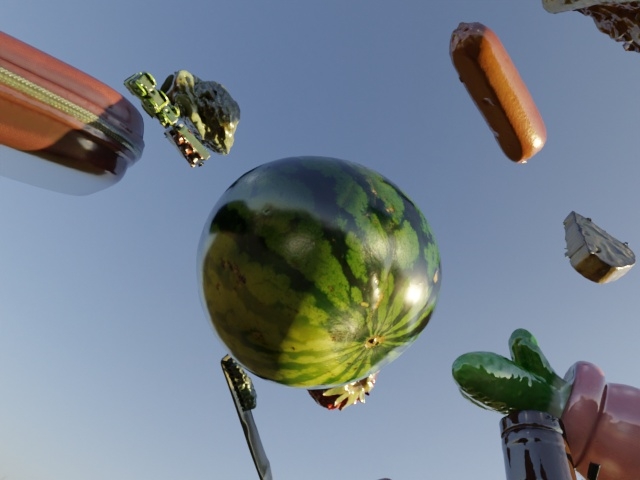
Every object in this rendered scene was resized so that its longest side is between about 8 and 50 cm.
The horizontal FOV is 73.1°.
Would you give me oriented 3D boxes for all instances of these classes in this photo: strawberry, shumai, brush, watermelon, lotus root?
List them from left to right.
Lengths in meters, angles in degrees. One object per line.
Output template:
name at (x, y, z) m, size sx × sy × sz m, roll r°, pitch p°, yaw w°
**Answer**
shumai at (-0.359, -0.373, 1.255) m, size 0.218 × 0.256 × 0.189 m, roll 13°, pitch -64°, yaw -39°
brush at (-0.090, 0.241, 0.580) m, size 0.028 × 0.034 × 0.190 m, roll -16°, pitch -88°, yaw 11°
watermelon at (-0.007, 0.035, 0.530) m, size 0.285 × 0.285 × 0.285 m, roll 14°, pitch -48°, yaw 16°
strawberry at (0.022, 0.282, 1.063) m, size 0.244 × 0.205 × 0.205 m, roll 28°, pitch -32°, yaw 55°
lotus root at (0.745, 0.023, 1.159) m, size 0.170 × 0.260 × 0.074 m, roll 27°, pitch -54°, yaw 13°

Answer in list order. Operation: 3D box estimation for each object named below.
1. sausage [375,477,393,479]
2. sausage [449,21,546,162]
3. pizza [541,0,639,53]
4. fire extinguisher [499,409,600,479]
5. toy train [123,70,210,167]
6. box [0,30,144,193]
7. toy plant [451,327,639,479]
sausage at (0.104, 0.581, 0.796) m, size 0.153 × 0.267 × 0.141 m, roll 34°, pitch -23°, yaw -20°
sausage at (0.384, -0.303, 0.913) m, size 0.348 × 0.097 × 0.094 m, roll 46°, pitch -7°, yaw -23°
pizza at (0.334, -0.198, 0.380) m, size 0.271 × 0.134 × 0.056 m, roll 29°, pitch -85°, yaw 20°
fire extinguisher at (0.319, 0.406, 0.566) m, size 0.142 × 0.341 × 0.105 m, roll -11°, pitch -53°, yaw 22°
toy train at (-0.361, -0.281, 1.032) m, size 0.085 × 0.053 × 0.249 m, roll 12°, pitch -37°, yaw 48°
box at (-0.375, -0.142, 0.532) m, size 0.263 × 0.108 × 0.404 m, roll 22°, pitch -10°, yaw -35°
toy plant at (0.420, 0.297, 0.764) m, size 0.356 × 0.210 × 0.317 m, roll 28°, pitch -9°, yaw 26°
